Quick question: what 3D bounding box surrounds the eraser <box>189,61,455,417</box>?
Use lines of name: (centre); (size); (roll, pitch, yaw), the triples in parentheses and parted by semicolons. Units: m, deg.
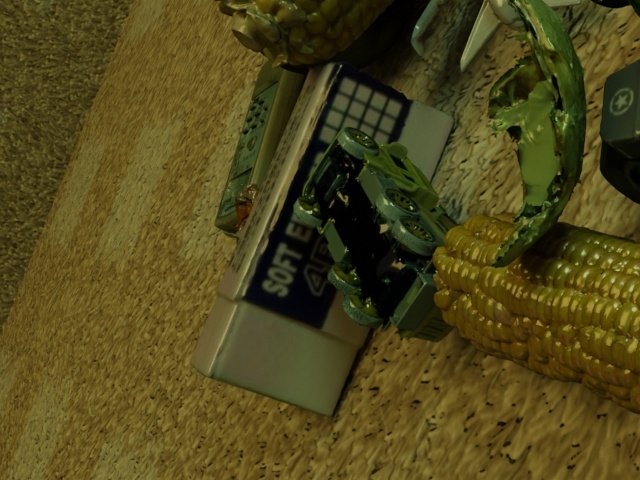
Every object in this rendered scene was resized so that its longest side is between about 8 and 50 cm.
eraser: (0.000, 0.000, 1.022); (0.287, 0.130, 0.086); (-69, 20, -2)

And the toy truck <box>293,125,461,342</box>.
toy truck: (0.064, -0.001, 0.900); (0.085, 0.116, 0.191); (-57, 33, 22)

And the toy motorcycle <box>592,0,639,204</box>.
toy motorcycle: (0.214, -0.137, 0.682); (0.187, 0.125, 0.274); (-19, 51, 50)

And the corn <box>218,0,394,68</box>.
corn: (0.056, -0.301, 1.041); (0.387, 0.144, 0.144); (-49, 16, -21)

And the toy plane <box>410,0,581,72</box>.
toy plane: (0.159, -0.259, 0.950); (0.251, 0.101, 0.255); (-27, 43, 41)

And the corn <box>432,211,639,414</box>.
corn: (0.156, 0.044, 0.673); (0.101, 0.101, 0.292); (-66, 24, 1)

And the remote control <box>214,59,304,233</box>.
remote control: (-0.070, -0.122, 1.423); (0.098, 0.038, 0.233); (-25, 47, 60)

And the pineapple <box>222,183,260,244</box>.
pineapple: (-0.022, -0.002, 1.131); (0.069, 0.137, 0.116); (-47, -13, 34)

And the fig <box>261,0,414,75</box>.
fig: (-0.012, -0.262, 1.211); (0.225, 0.203, 0.203); (-11, 58, 56)

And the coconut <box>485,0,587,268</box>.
coconut: (0.120, -0.068, 0.662); (0.133, 0.055, 0.158); (-56, -33, -75)
